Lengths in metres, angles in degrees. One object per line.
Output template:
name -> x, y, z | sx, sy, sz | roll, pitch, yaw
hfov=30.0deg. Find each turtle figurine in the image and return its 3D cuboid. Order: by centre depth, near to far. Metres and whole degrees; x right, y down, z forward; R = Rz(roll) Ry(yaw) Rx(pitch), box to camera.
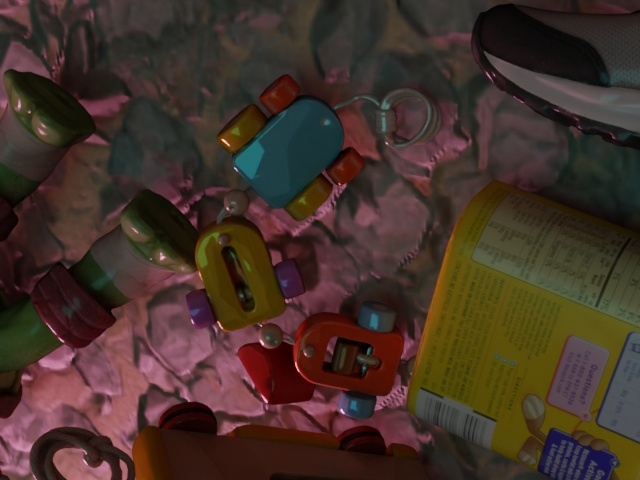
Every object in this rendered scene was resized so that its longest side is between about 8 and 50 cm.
turtle figurine -> -0.207, 0.051, 0.596 | 0.266, 0.274, 0.198 | -44, 53, 10

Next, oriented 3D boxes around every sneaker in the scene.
sneaker -> 0.191, -0.075, 0.443 | 0.271, 0.100, 0.108 | 6, 98, 20

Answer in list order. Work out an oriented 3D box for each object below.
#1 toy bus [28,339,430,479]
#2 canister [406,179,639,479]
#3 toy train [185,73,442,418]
toy bus -> -0.031, 0.153, 0.574 | 0.202, 0.191, 0.104 | 38, 121, 8
canister -> 0.133, 0.056, 0.526 | 0.169, 0.073, 0.126 | 22, 118, 18
toy train -> 0.000, 0.000, 0.589 | 0.125, 0.046, 0.166 | 7, 104, -7
